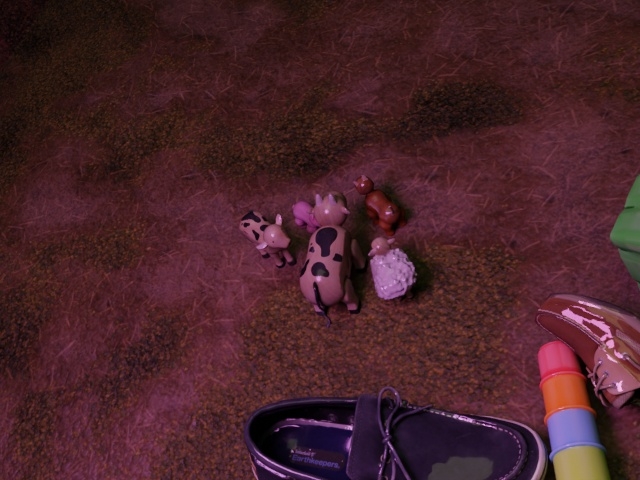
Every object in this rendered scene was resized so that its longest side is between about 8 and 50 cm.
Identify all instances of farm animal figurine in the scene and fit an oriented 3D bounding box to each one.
[{"bbox_3d":[0.000,0.000,1.657,0.331,0.172,0.326,-18,49,12],"label":"farm animal figurine"}]

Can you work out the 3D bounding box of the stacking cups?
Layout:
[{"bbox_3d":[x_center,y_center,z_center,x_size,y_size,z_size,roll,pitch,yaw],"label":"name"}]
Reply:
[{"bbox_3d":[0.392,0.297,1.305,0.096,0.096,0.316,-11,49,17],"label":"stacking cups"}]

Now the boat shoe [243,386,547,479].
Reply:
[{"bbox_3d":[0.101,0.336,1.366,0.501,0.156,0.186,-1,53,23],"label":"boat shoe"}]

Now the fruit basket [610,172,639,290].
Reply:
[{"bbox_3d":[0.679,-0.065,1.317,0.392,0.283,0.392,-25,38,22],"label":"fruit basket"}]

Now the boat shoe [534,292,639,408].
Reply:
[{"bbox_3d":[0.466,0.194,1.293,0.324,0.122,0.120,30,70,25],"label":"boat shoe"}]
